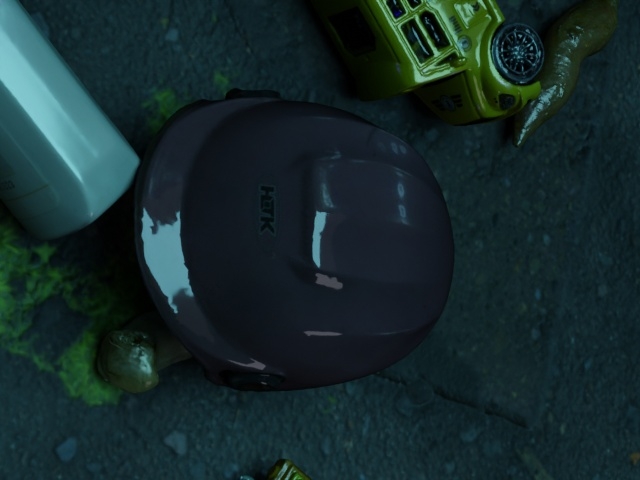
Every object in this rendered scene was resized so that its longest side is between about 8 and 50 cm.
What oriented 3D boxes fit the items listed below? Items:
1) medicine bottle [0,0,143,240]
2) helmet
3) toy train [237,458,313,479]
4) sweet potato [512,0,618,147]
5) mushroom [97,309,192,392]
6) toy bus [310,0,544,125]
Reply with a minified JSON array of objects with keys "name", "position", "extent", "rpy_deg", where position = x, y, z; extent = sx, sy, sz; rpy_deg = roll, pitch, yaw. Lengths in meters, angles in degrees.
[{"name":"medicine bottle","position":[-0.282,-0.143,1.685],"extent":[0.111,0.161,0.296],"rpy_deg":[-46,107,-25]},{"name":"helmet","position":[0.000,0.000,1.762],"extent":[0.338,0.197,0.271],"rpy_deg":[28,60,-62]},{"name":"toy train","position":[0.011,0.288,1.846],"extent":[0.219,0.127,0.089],"rpy_deg":[43,66,-20]},{"name":"sweet potato","position":[0.249,-0.185,2.076],"extent":[0.065,0.051,0.218],"rpy_deg":[47,64,-22]},{"name":"mushroom","position":[-0.116,0.075,1.834],"extent":[0.202,0.054,0.059],"rpy_deg":[-29,107,-36]},{"name":"toy bus","position":[0.071,-0.245,1.922],"extent":[0.151,0.145,0.331],"rpy_deg":[-34,101,-26]}]
